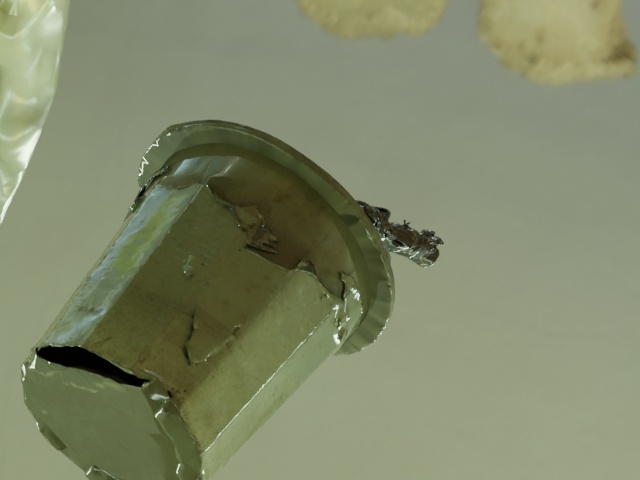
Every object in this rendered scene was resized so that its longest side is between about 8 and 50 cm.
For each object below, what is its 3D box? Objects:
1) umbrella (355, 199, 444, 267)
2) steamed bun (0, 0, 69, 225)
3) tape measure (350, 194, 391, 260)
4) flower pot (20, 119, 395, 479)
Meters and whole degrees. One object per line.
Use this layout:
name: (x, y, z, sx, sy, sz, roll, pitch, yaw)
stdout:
umbrella: (0.053, -0.010, 1.634, 0.144, 0.040, 0.037, 21, -140, -37)
steamed bun: (-0.187, -0.091, 0.423, 0.272, 0.290, 0.273, 35, -139, -25)
tape measure: (0.000, 0.000, 1.483, 0.146, 0.081, 0.125, 52, -167, 21)
flower pot: (-0.084, 0.055, 1.206, 0.212, 0.212, 0.202, 36, -130, 5)
